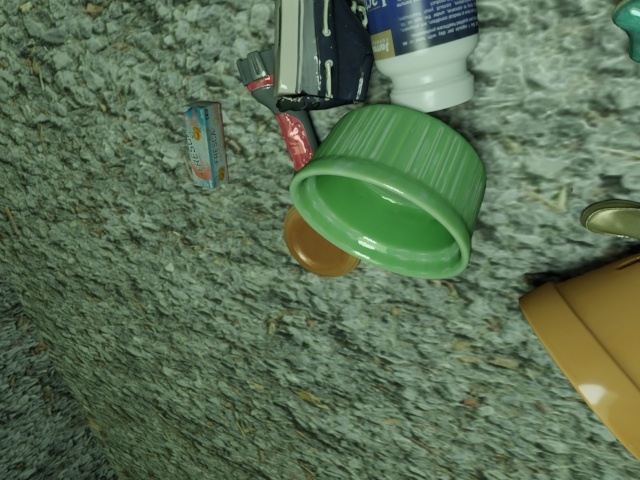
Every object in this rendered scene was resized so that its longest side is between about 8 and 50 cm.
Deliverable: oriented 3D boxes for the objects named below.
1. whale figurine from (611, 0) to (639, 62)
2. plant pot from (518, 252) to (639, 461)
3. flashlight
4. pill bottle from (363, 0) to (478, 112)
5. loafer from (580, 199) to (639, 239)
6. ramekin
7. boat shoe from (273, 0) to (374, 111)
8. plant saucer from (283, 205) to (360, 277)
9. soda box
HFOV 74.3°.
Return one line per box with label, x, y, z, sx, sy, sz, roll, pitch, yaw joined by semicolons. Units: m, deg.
whale figurine;0.471;-0.277;0.432;0.271;0.141;0.216;-27;141;37
plant pot;0.480;0.149;0.634;0.203;0.291;0.291;-42;93;21
flashlight;-0.059;-0.206;0.810;0.103;0.103;0.305;-14;107;15
pill bottle;0.142;-0.328;0.604;0.153;0.153;0.265;-2;115;30
loafer;0.487;-0.029;0.650;0.147;0.050;0.056;2;118;28
ramekin;0.115;-0.075;0.692;0.303;0.148;0.303;25;161;9
boat shoe;0.009;-0.381;0.687;0.157;0.127;0.341;1;104;-14
plant saucer;0.000;0.000;0.943;0.199;0.037;0.200;13;122;21
soda box;-0.254;-0.212;0.943;0.058;0.063;0.183;13;122;22
